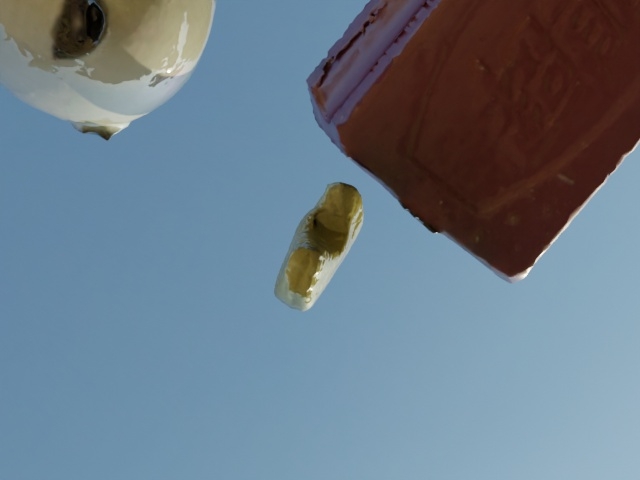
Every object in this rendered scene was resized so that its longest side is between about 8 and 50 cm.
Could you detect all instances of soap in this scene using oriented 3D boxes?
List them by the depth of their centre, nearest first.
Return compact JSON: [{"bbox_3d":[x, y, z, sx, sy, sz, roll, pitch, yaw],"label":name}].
[{"bbox_3d":[0.121,-0.122,0.894,0.162,0.099,0.250,35,-82,-19],"label":"soap"}]

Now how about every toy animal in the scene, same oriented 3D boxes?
[{"bbox_3d":[-0.110,-0.152,0.761,0.138,0.166,0.179,17,-113,12],"label":"toy animal"}]

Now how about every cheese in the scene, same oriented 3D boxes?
[{"bbox_3d":[0.000,0.000,0.832,0.030,0.044,0.083,25,-134,7],"label":"cheese"}]
